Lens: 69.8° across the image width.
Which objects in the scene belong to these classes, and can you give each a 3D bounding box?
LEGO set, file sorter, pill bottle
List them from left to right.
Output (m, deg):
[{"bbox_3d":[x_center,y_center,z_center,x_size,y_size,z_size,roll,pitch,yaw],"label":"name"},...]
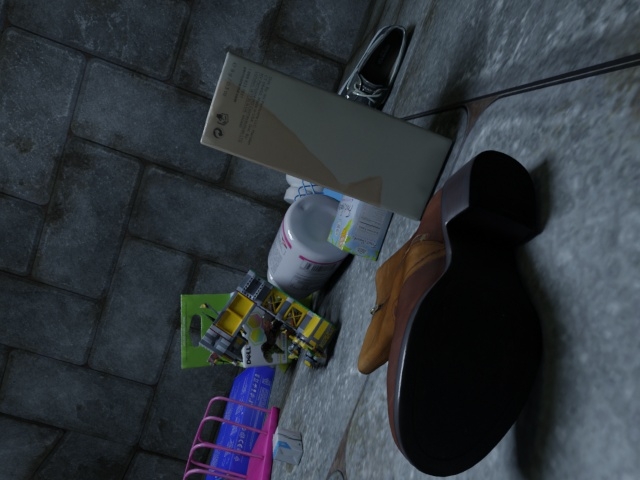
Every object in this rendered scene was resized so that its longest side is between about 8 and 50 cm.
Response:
[{"bbox_3d":[-0.228,0.552,1.086,0.291,0.182,0.202,-87,18,-62],"label":"file sorter"},{"bbox_3d":[-0.123,0.200,0.954,0.192,0.255,0.331,-56,13,-11],"label":"LEGO set"},{"bbox_3d":[-0.034,0.030,1.064,0.283,0.160,0.160,123,164,-58],"label":"pill bottle"},{"bbox_3d":[-0.029,-0.271,1.684,0.169,0.169,0.301,156,132,-79],"label":"pill bottle"},{"bbox_3d":[0.001,-0.097,1.171,0.118,0.104,0.170,69,153,24],"label":"file sorter"}]

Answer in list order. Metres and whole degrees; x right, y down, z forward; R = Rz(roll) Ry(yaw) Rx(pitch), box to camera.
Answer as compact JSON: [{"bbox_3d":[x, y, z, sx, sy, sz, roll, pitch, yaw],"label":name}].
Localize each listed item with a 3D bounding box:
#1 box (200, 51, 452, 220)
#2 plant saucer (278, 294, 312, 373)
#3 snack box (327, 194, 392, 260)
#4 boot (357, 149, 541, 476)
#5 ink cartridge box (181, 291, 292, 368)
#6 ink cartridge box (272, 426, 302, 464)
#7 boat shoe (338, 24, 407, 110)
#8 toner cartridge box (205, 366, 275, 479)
[{"bbox_3d":[0.007,-0.143,0.653,0.148,0.311,0.121,-104,34,-76],"label":"box"},{"bbox_3d":[-0.081,0.246,1.288,0.188,0.045,0.188,117,169,-45],"label":"plant saucer"},{"bbox_3d":[0.085,-0.078,0.842,0.174,0.070,0.207,-149,77,-81],"label":"snack box"},{"bbox_3d":[0.077,0.085,0.441,0.280,0.096,0.264,121,165,-59],"label":"boot"},{"bbox_3d":[-0.207,0.221,1.142,0.097,0.255,0.189,-14,76,58],"label":"ink cartridge box"},{"bbox_3d":[-0.062,0.377,0.854,0.083,0.048,0.028,-137,66,-81],"label":"ink cartridge box"},{"bbox_3d":[0.115,-0.394,1.170,0.119,0.121,0.335,-92,24,-79],"label":"boat shoe"},{"bbox_3d":[-0.240,0.561,1.398,0.165,0.075,0.348,-45,23,39],"label":"toner cartridge box"}]
